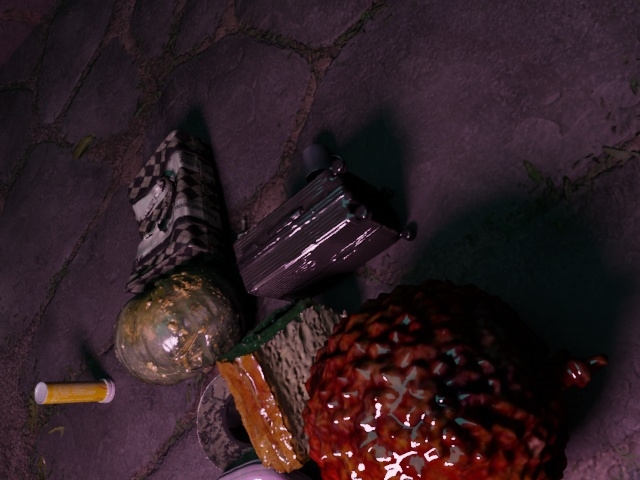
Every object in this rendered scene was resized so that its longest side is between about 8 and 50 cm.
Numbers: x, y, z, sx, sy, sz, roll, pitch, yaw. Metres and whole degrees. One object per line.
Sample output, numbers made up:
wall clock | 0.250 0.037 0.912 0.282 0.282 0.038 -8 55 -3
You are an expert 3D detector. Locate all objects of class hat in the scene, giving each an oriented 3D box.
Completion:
hat | -0.155 0.392 1.302 0.265 0.128 0.266 0 96 -1

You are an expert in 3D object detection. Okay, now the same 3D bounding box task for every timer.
timer | -0.122 0.548 1.221 0.208 0.191 0.069 -33 32 25

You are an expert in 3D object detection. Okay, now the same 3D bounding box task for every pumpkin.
pumpkin | -0.342 0.212 1.394 0.327 0.291 0.257 -29 93 42

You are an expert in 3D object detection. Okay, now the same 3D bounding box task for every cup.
cup | 0.007 -0.188 1.380 0.100 0.078 0.077 -9 65 -2

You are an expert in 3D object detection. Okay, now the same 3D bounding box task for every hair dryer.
hair dryer | -0.203 0.026 1.491 0.100 0.057 0.198 -16 64 30

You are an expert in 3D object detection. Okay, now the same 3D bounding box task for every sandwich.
sandwich | -0.036 0.265 1.162 0.131 0.325 0.262 -12 106 43

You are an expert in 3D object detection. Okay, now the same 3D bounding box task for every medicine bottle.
medicine bottle | -0.716 0.444 1.649 0.073 0.218 0.074 -8 75 33

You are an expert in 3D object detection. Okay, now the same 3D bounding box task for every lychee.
lychee | 0.206 0.266 0.911 0.499 0.424 0.425 -18 69 30

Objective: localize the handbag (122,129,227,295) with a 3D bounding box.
handbag | -0.433 -0.065 1.603 0.316 0.180 0.416 -32 55 28

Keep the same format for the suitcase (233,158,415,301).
suitcase | 0.000 0.000 1.233 0.335 0.229 0.152 -36 60 23
